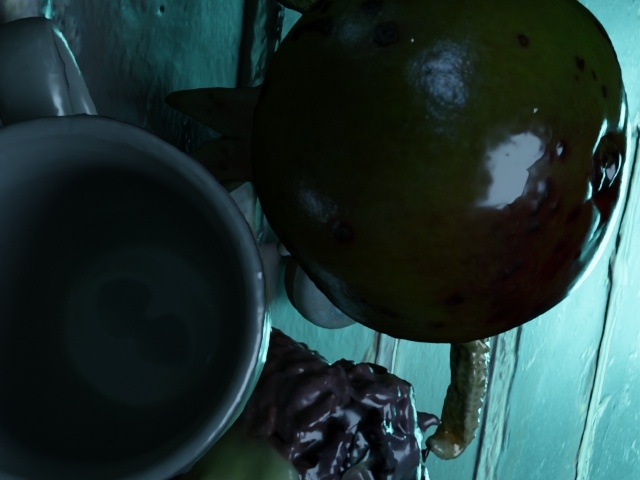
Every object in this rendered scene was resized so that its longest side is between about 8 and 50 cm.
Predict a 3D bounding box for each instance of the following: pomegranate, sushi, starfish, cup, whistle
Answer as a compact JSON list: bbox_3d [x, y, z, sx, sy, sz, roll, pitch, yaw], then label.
[{"bbox_3d":[0.067,-0.082,1.263,0.291,0.323,0.291,-22,128,-32],"label":"pomegranate"},{"bbox_3d":[-0.035,0.213,1.437,0.270,0.171,0.236,-63,149,-10],"label":"sushi"},{"bbox_3d":[0.132,-0.068,1.539,0.324,0.082,0.432,-80,172,-60],"label":"starfish"},{"bbox_3d":[-0.149,0.012,1.139,0.257,0.227,0.301,66,9,-85],"label":"cup"},{"bbox_3d":[0.000,0.000,1.482,0.107,0.057,0.220,-47,140,-9],"label":"whistle"}]

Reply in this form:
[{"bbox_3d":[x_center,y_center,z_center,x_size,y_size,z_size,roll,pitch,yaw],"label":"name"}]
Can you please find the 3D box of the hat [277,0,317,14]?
[{"bbox_3d":[-0.010,-0.227,1.331,0.146,0.067,0.146,4,80,-24],"label":"hat"}]
